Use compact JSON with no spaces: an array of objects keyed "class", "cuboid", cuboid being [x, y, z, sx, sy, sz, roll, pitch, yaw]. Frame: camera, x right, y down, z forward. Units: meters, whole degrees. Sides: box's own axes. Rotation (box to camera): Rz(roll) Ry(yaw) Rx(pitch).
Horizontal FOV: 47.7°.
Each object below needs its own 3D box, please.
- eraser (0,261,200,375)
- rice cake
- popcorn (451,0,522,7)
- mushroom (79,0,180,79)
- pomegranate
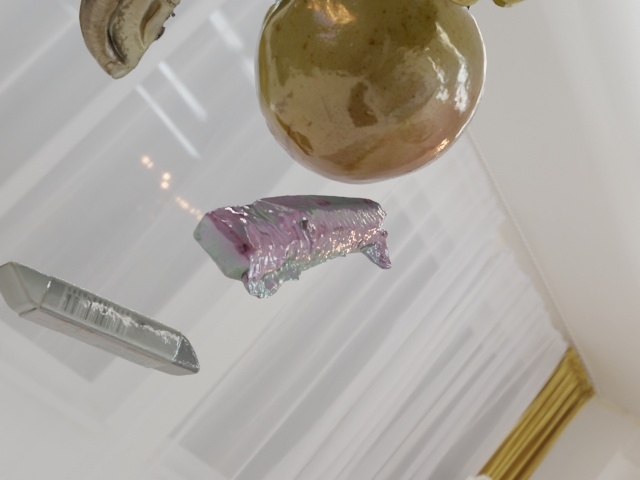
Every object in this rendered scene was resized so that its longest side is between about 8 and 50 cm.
[{"class":"eraser","cuboid":[-0.342,0.132,1.138,0.352,0.061,0.089,31,-33,-34]},{"class":"rice cake","cuboid":[-0.002,-0.002,0.643,0.081,0.051,0.290,57,24,13]},{"class":"popcorn","cuboid":[0.181,-0.384,0.613,0.349,0.349,0.382,43,-4,-6]},{"class":"mushroom","cuboid":[-0.190,-0.266,0.765,0.094,0.210,0.072,20,44,-33]},{"class":"pomegranate","cuboid":[0.072,-0.222,0.928,0.319,0.319,0.319,41,-10,9]}]
